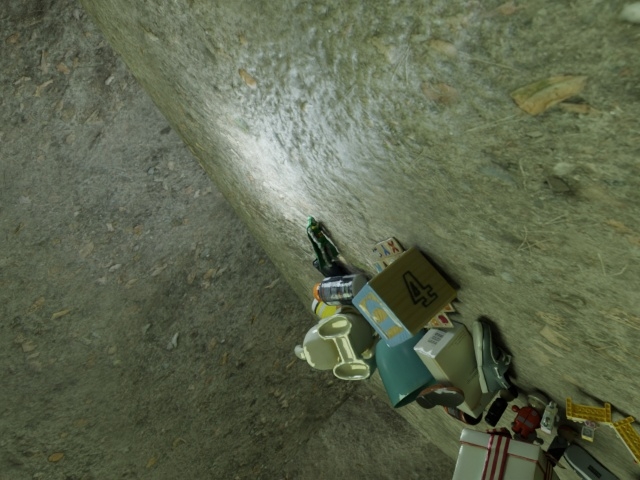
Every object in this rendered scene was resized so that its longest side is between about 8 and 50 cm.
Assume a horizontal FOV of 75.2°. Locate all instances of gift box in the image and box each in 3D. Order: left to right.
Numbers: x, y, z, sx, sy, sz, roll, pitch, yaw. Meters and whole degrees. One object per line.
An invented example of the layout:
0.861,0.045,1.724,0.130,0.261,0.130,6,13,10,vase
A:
0.561,0.719,1.210,0.276,0.258,0.255,-3,134,39,gift box

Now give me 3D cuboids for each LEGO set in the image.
0.703,0.482,1.010,0.287,0.132,0.107,23,159,44,LEGO set

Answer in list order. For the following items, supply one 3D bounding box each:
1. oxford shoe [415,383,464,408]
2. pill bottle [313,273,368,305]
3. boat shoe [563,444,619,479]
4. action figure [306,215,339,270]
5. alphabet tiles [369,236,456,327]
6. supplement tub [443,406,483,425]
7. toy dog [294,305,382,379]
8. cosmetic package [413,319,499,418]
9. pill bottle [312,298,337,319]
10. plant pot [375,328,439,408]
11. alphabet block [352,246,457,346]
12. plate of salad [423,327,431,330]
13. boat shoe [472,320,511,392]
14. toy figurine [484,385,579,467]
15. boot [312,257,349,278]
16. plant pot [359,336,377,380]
0.400,0.502,1.373,0.076,0.076,0.212,50,147,0,oxford shoe
0.084,0.221,1.825,0.246,0.130,0.130,-11,123,41,pill bottle
0.852,0.738,1.293,0.228,0.080,0.076,43,170,21,boat shoe
0.000,0.000,1.755,0.063,0.137,0.232,-8,117,44,action figure
0.295,0.147,1.371,0.342,0.011,0.285,55,157,-1,alphabet tiles
0.622,0.744,1.854,0.106,0.106,0.198,50,164,-5,supplement tub
0.119,0.432,1.883,0.284,0.395,0.408,60,-152,2,toy dog
0.471,0.432,1.417,0.309,0.160,0.113,52,163,-19,cosmetic package
0.127,0.404,2.199,0.334,0.188,0.188,40,163,27,pill bottle
0.352,0.475,1.631,0.235,0.293,0.293,59,171,30,plant pot
0.243,0.171,1.237,0.193,0.197,0.192,50,156,11,alphabet block
0.360,0.268,1.523,0.200,0.048,0.200,43,163,17,plate of salad
0.525,0.353,1.265,0.099,0.116,0.319,-8,127,18,boat shoe
0.657,0.570,1.305,0.209,0.148,0.213,43,162,-3,toy figurine
0.049,0.160,1.995,0.207,0.094,0.246,45,158,-1,boot
0.242,0.649,2.464,0.293,0.196,0.293,44,164,16,plant pot
